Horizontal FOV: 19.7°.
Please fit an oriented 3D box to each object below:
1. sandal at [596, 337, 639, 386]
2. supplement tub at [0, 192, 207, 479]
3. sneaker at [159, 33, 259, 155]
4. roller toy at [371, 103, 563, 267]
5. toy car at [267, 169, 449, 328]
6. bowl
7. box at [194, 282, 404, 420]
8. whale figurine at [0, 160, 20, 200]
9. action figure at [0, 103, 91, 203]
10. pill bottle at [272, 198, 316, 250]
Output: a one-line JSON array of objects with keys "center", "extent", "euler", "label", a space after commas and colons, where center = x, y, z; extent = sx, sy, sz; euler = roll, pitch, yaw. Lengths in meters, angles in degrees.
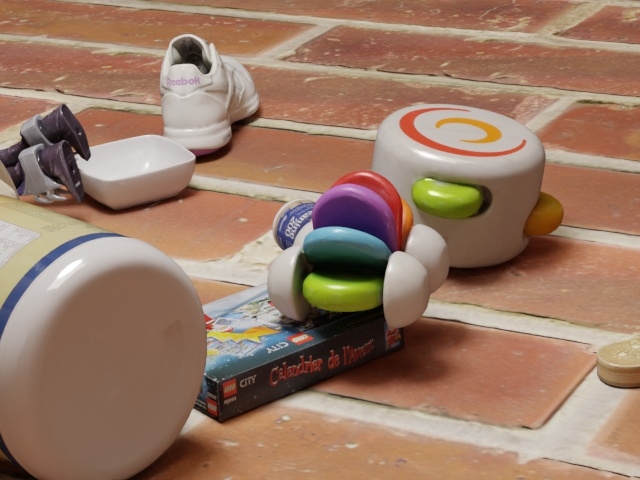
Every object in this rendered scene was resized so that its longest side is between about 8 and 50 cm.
[{"center": [0.378, 0.077, 1.795], "extent": [0.240, 0.079, 0.088], "euler": [-12, 23, -21], "label": "sandal"}, {"center": [-0.283, 0.079, 1.692], "extent": [0.316, 0.228, 0.228], "euler": [17, 29, 42], "label": "supplement tub"}, {"center": [-0.152, -0.224, 2.538], "extent": [0.114, 0.152, 0.305], "euler": [-3, 20, 6], "label": "sneaker"}, {"center": [0.152, -0.058, 2.080], "extent": [0.209, 0.146, 0.191], "euler": [-12, 32, -35], "label": "roller toy"}, {"center": [0.038, 0.003, 1.834], "extent": [0.159, 0.136, 0.182], "euler": [5, 23, 18], "label": "toy car"}, {"center": [-0.240, -0.084, 2.331], "extent": [0.142, 0.053, 0.142], "euler": [-15, 25, -27], "label": "bowl"}, {"center": [-0.055, 0.100, 1.851], "extent": [0.233, 0.044, 0.159], "euler": [-19, 27, -34], "label": "box"}, {"center": [-0.420, -0.042, 2.065], "extent": [0.216, 0.272, 0.141], "euler": [19, 67, 43], "label": "whale figurine"}, {"center": [-0.429, -0.072, 2.274], "extent": [0.285, 0.099, 0.185], "euler": [-15, 27, 15], "label": "action figure"}, {"center": [0.000, 0.000, 2.063], "extent": [0.067, 0.067, 0.120], "euler": [-14, 24, -24], "label": "pill bottle"}]
